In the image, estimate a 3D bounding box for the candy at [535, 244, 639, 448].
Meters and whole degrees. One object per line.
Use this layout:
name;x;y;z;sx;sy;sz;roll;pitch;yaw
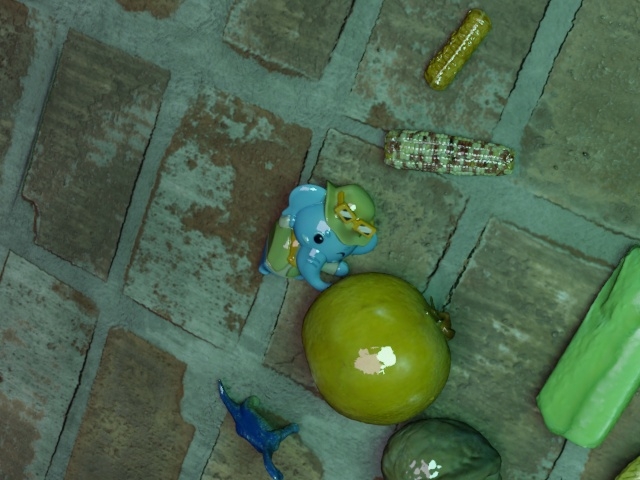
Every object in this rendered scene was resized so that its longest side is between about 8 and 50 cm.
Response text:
candy;0.480;0.178;1.188;0.132;0.142;0.344;33;106;29

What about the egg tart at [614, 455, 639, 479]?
egg tart;0.610;0.472;1.173;0.318;0.128;0.319;2;95;24

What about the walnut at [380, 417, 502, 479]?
walnut;0.212;0.416;1.274;0.224;0.224;0.224;2;96;21

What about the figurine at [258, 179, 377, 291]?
figurine;-0.001;-0.003;1.370;0.180;0.154;0.262;41;125;4

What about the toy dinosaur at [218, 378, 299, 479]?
toy dinosaur;-0.144;0.371;1.428;0.247;0.188;0.075;36;100;16

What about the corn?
corn;0.226;-0.152;1.292;0.237;0.079;0.080;10;99;15

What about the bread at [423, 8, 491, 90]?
bread;0.242;-0.336;1.279;0.052;0.044;0.157;42;108;16

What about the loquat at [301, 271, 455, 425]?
loquat;0.107;0.188;1.270;0.274;0.275;0.275;2;96;21
